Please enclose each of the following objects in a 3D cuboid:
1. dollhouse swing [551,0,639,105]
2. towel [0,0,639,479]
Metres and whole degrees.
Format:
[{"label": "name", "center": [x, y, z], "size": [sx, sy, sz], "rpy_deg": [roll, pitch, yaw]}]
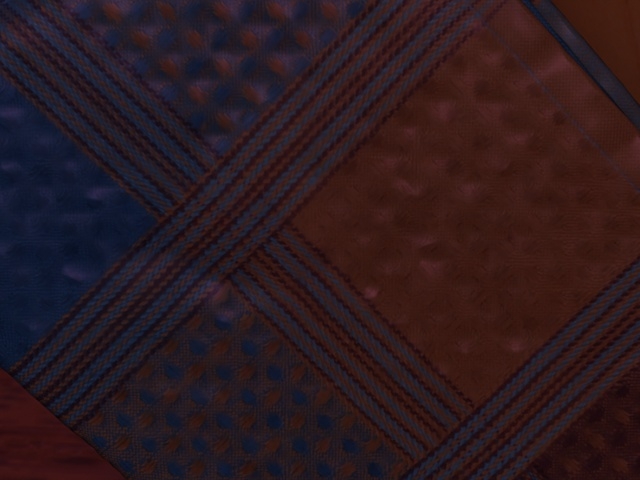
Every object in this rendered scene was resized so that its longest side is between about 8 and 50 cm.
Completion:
[{"label": "dollhouse swing", "center": [-0.020, -0.194, 0.835], "size": [0.347, 0.305, 0.315], "rpy_deg": [-26, 50, 4]}, {"label": "towel", "center": [0.000, 0.000, 0.718], "size": [0.271, 0.040, 0.370], "rpy_deg": [-42, 103, 12]}]
